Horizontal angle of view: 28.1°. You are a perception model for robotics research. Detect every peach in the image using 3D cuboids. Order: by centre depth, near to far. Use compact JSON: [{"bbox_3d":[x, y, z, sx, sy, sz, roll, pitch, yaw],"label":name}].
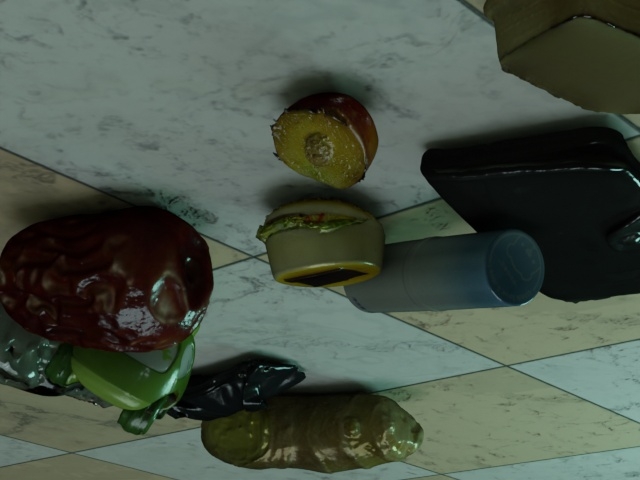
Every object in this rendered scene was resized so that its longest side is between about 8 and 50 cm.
[{"bbox_3d":[0.008,-0.095,1.105,0.098,0.061,0.098,19,139,18],"label":"peach"}]

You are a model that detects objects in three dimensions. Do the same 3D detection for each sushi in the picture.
[{"bbox_3d":[-0.347,0.133,1.614,0.130,0.124,0.332,-4,160,44],"label":"sushi"}]

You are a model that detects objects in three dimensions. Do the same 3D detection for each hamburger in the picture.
[{"bbox_3d":[0.000,0.000,1.309,0.141,0.081,0.126,6,163,-40],"label":"hamburger"}]

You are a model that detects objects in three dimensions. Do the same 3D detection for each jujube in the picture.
[{"bbox_3d":[-0.229,0.040,1.354,0.230,0.155,0.155,3,159,22],"label":"jujube"}]

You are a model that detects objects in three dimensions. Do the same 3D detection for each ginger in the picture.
[{"bbox_3d":[-0.016,0.293,1.963,0.354,0.126,0.190,2,168,10],"label":"ginger"}]

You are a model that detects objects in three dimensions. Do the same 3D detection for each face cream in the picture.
[{"bbox_3d":[0.119,0.034,1.307,0.077,0.077,0.250,17,168,-29],"label":"face cream"}]

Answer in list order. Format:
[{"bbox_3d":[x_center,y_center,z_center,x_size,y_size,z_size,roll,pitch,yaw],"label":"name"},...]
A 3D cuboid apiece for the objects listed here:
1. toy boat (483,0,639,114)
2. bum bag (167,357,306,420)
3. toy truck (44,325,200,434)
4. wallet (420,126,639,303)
[{"bbox_3d":[0.222,-0.146,0.954,0.188,0.061,0.116,16,154,-29],"label":"toy boat"},{"bbox_3d":[-0.137,0.223,1.882,0.248,0.060,0.123,-19,148,40],"label":"bum bag"},{"bbox_3d":[-0.207,0.113,1.507,0.148,0.210,0.187,31,169,1],"label":"toy truck"},{"bbox_3d":[0.256,-0.014,1.281,0.197,0.051,0.377,-6,157,26],"label":"wallet"}]
